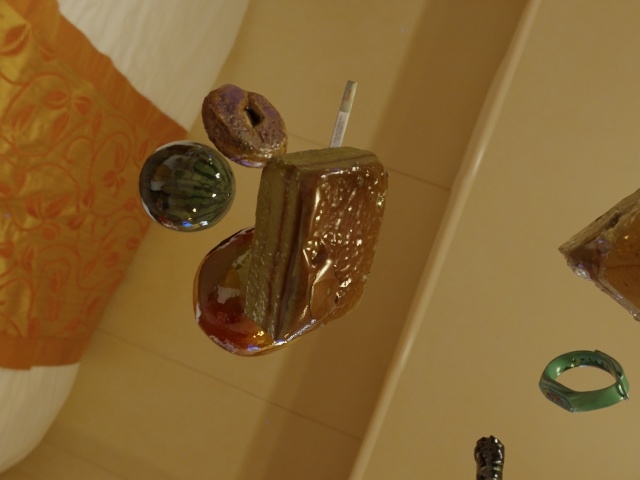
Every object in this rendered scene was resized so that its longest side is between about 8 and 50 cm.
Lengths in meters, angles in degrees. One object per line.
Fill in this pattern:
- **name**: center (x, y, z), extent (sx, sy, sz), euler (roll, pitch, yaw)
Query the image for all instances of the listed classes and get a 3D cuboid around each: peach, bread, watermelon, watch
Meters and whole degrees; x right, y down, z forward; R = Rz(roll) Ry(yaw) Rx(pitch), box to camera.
- **peach**: center (-0.104, 0.083, 0.983), extent (0.231, 0.231, 0.230), euler (21, 90, -80)
- **bread**: center (0.000, 0.000, 0.781), extent (0.184, 0.111, 0.234), euler (-17, 123, -46)
- **bread**: center (0.506, 0.025, 0.842), extent (0.224, 0.211, 0.184), euler (-45, 169, 17)
- **watermelon**: center (-0.290, -0.117, 1.282), extent (0.212, 0.212, 0.212), euler (21, 90, -80)
- **watch**: center (0.685, 0.365, 1.513), extent (0.195, 0.068, 0.237), euler (-27, -170, -9)
- **bread**: center (-0.149, -0.224, 1.156), extent (0.064, 0.193, 0.193), euler (-37, -164, 44)

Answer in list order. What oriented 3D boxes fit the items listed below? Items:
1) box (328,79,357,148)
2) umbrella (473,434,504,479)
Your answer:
- **box**: center (0.054, -0.313, 1.644), extent (0.245, 0.035, 0.139), euler (107, -3, -54)
- **umbrella**: center (0.214, 0.343, 0.755), extent (0.046, 0.050, 0.188), euler (64, 29, -31)
